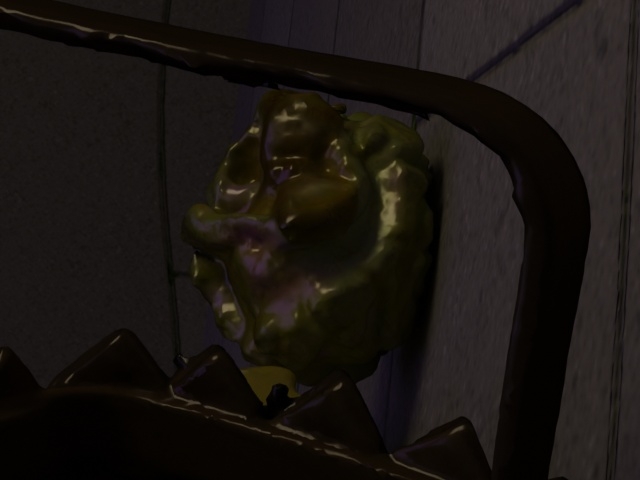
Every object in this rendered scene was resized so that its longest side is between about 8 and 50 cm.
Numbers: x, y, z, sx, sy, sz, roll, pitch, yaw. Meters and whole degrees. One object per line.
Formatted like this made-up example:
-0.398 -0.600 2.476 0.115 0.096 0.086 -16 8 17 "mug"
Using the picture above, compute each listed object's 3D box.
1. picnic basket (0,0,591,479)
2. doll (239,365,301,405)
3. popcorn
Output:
-0.066 0.095 0.513 0.291 0.254 0.321 -19 -60 -60 "picnic basket"
-0.040 0.183 0.881 0.363 0.145 0.199 97 172 -64 "doll"
0.000 0.000 0.880 0.125 0.126 0.145 24 90 57 "popcorn"
